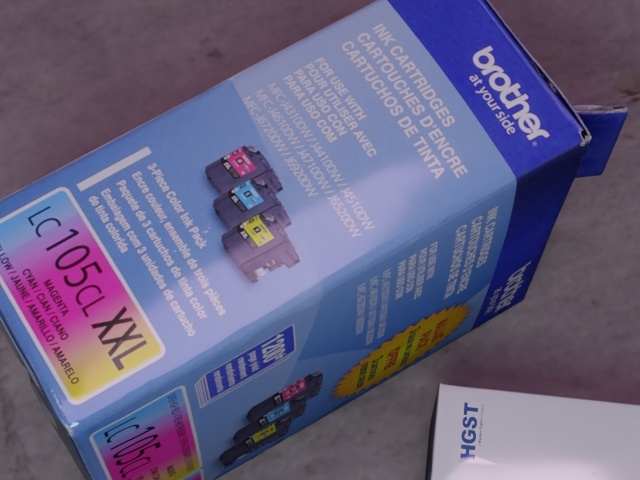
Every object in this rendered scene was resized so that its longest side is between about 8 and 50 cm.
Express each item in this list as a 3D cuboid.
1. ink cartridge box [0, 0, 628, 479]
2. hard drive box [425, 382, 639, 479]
[{"bbox_3d":[0.000,0.000,0.980,0.395,0.270,0.151,-31,72,-12],"label":"ink cartridge box"},{"bbox_3d":[0.179,0.199,0.994,0.232,0.089,0.181,5,66,2],"label":"hard drive box"}]
